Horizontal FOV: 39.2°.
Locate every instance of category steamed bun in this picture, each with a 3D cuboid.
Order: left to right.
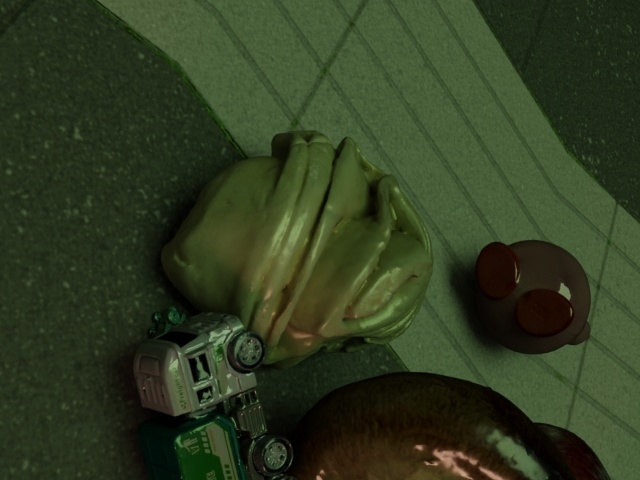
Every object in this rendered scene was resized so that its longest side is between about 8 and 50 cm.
[{"bbox_3d":[-0.001,0.003,1.003,0.289,0.203,0.276,34,55,-30],"label":"steamed bun"}]

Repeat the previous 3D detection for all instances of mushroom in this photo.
[{"bbox_3d":[0.112,0.294,0.945,0.345,0.345,0.239,38,24,-29],"label":"mushroom"}]

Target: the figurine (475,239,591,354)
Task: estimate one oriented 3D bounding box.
[{"bbox_3d":[0.310,0.083,1.307,0.173,0.173,0.173,17,64,-39],"label":"figurine"}]

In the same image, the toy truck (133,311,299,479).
[{"bbox_3d":[-0.104,0.204,0.885,0.124,0.114,0.253,-20,101,-36],"label":"toy truck"}]

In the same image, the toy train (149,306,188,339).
[{"bbox_3d":[-0.160,0.114,0.937,0.045,0.029,0.092,41,49,-36],"label":"toy train"}]

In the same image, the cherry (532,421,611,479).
[{"bbox_3d":[0.274,0.341,1.124,0.202,0.300,0.230,-2,71,2],"label":"cherry"}]
